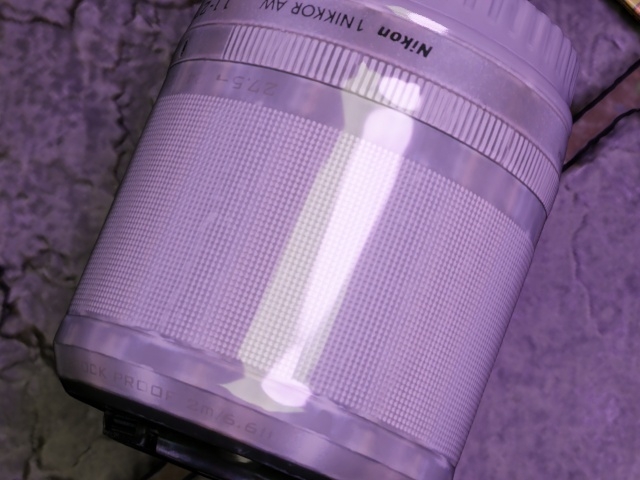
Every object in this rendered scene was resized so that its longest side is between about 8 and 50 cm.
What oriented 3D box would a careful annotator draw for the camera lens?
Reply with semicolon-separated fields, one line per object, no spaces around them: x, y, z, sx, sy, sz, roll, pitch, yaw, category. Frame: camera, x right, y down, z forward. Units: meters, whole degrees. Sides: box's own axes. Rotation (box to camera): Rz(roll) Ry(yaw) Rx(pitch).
0.000;0.000;0.842;0.219;0.219;0.274;21;79;1;camera lens

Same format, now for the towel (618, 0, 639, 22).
0.193;-0.207;0.991;0.102;0.021;0.237;-42;83;-14;towel
